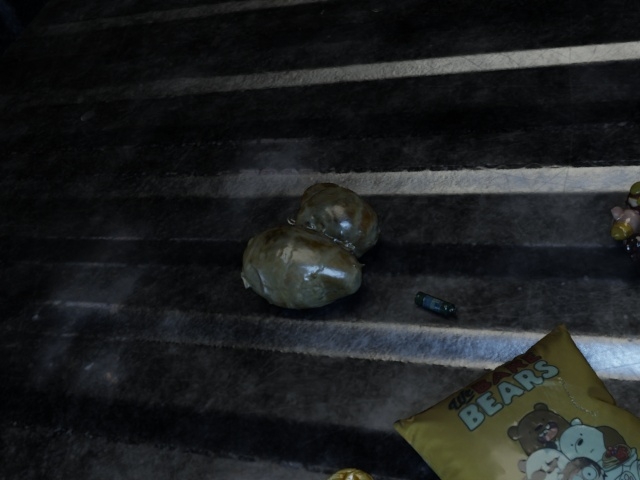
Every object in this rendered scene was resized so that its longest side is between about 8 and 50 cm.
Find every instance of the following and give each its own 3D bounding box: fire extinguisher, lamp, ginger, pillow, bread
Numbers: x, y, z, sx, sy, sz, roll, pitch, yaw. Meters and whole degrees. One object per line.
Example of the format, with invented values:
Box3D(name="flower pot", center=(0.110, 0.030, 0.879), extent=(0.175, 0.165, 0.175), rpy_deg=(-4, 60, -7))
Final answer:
Box3D(name="fire extinguisher", center=(0.210, 0.114, 1.313), extent=(0.083, 0.025, 0.038), rpy_deg=(21, 36, 36))
Box3D(name="lamp", center=(0.569, -0.051, 1.256), extent=(0.253, 0.118, 0.118), rpy_deg=(-41, 47, -17))
Box3D(name="ginger", center=(0.000, 0.000, 1.433), extent=(0.244, 0.155, 0.304), rpy_deg=(8, 44, 37))
Box3D(name="pillow", center=(0.311, 0.296, 1.029), extent=(0.310, 0.119, 0.312), rpy_deg=(-31, 50, -7))
Box3D(name="bread", center=(0.049, 0.394, 1.104), extent=(0.083, 0.044, 0.111), rpy_deg=(-18, 46, 1))
